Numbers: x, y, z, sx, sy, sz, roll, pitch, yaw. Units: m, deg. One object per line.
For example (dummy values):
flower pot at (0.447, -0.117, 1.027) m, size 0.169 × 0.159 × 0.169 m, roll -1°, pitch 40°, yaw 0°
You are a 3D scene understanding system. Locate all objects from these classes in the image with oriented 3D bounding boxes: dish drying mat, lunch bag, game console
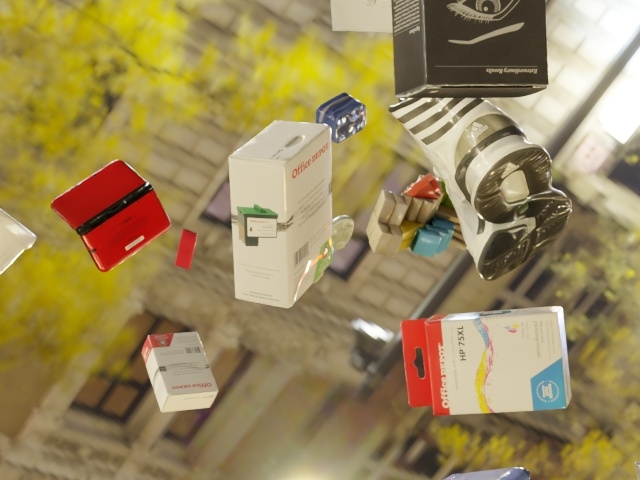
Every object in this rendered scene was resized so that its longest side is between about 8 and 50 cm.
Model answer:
dish drying mat at (-0.267, 0.017, 2.749) m, size 0.032 × 0.083 × 0.008 m, roll 17°, pitch -152°, yaw 3°
lunch bag at (0.033, -0.237, 2.668) m, size 0.098 × 0.067 × 0.065 m, roll -30°, pitch -130°, yaw -32°
game console at (-0.334, -0.040, 2.211) m, size 0.085 × 0.144 × 0.124 m, roll 17°, pitch 137°, yaw 55°

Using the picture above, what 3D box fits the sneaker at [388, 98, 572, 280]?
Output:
sneaker at (0.241, -0.120, 2.112) m, size 0.257 × 0.169 × 0.447 m, roll 56°, pitch 176°, yaw 24°

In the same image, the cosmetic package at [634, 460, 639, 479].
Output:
cosmetic package at (0.578, 0.367, 2.094) m, size 0.238 × 0.127 × 0.107 m, roll 18°, pitch -126°, yaw -56°

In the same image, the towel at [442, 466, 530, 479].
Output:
towel at (0.111, 0.406, 1.879) m, size 0.040 × 0.336 × 0.243 m, roll 61°, pitch 157°, yaw 2°

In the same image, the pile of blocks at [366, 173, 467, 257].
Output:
pile of blocks at (0.210, -0.059, 2.451) m, size 0.149 × 0.113 × 0.362 m, roll 29°, pitch -154°, yaw 18°

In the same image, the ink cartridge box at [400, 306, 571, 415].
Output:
ink cartridge box at (0.222, 0.168, 1.907) m, size 0.231 × 0.134 × 0.078 m, roll -6°, pitch -177°, yaw 15°

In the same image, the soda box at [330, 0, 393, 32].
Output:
soda box at (0.159, -0.348, 1.957) m, size 0.286 × 0.098 × 0.091 m, roll 6°, pitch -158°, yaw 22°

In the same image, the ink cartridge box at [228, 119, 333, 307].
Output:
ink cartridge box at (-0.052, -0.041, 1.935) m, size 0.092 × 0.220 × 0.160 m, roll 9°, pitch -153°, yaw 21°

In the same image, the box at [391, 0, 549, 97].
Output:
box at (0.166, -0.267, 1.568) m, size 0.153 × 0.207 × 0.108 m, roll -1°, pitch 180°, yaw -16°

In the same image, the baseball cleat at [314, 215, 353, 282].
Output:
baseball cleat at (0.000, 0.000, 2.991) m, size 0.072 × 0.206 × 0.109 m, roll 15°, pitch -141°, yaw -30°

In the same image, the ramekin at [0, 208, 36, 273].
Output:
ramekin at (-0.599, -0.031, 2.203) m, size 0.272 × 0.127 × 0.273 m, roll 34°, pitch 171°, yaw 6°

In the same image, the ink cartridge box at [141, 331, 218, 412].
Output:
ink cartridge box at (-0.253, 0.235, 2.473) m, size 0.099 × 0.056 × 0.135 m, roll -2°, pitch -130°, yaw -28°
